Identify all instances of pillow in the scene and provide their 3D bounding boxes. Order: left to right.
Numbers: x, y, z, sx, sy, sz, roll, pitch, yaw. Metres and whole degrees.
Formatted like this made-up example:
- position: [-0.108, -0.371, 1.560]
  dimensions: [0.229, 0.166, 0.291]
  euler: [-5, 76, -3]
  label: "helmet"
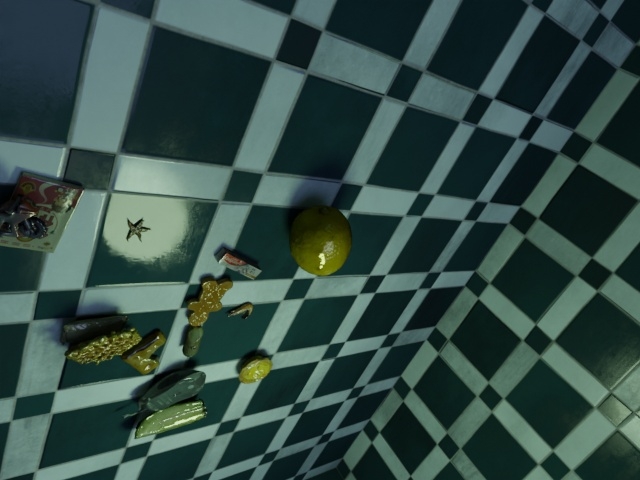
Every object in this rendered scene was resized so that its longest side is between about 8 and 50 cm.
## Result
- position: [-0.778, 0.307, 1.692]
  dimensions: [0.208, 0.053, 0.119]
  euler: [-3, 138, -39]
  label: "pillow"

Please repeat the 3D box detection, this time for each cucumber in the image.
- position: [-0.694, 0.810, 2.235]
  dimensions: [0.325, 0.105, 0.145]
  euler: [-9, 159, -35]
  label: "cucumber"

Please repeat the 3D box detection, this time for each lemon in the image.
- position: [0.000, 0.002, 1.910]
  dimensions: [0.260, 0.260, 0.284]
  euler: [-18, 159, -28]
  label: "lemon"

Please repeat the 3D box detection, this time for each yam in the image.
- position: [-0.521, 0.407, 2.006]
  dimensions: [0.069, 0.070, 0.146]
  euler: [-5, 131, -38]
  label: "yam"

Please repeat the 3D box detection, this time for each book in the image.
- position: [-0.774, -0.070, 1.350]
  dimensions: [0.162, 0.022, 0.232]
  euler: [16, 115, -46]
  label: "book"

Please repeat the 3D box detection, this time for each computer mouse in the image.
- position: [-0.673, 0.647, 2.102]
  dimensions: [0.379, 0.090, 0.167]
  euler: [-25, 140, -11]
  label: "computer mouse"

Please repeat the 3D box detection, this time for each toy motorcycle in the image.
- position: [-0.810, -0.072, 1.247]
  dimensions: [0.212, 0.084, 0.118]
  euler: [12, 124, -17]
  label: "toy motorcycle"

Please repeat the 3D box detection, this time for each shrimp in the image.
- position: [-0.344, 0.312, 2.101]
  dimensions: [0.127, 0.025, 0.091]
  euler: [-16, 138, -33]
  label: "shrimp"

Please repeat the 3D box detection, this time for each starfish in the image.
- position: [-0.587, -0.031, 1.559]
  dimensions: [0.092, 0.016, 0.086]
  euler: [-43, 141, 7]
  label: "starfish"

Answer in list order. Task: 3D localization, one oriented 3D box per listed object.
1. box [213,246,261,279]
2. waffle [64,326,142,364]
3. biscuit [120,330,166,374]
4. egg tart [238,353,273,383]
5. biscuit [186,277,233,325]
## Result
- position: [-0.314, 0.090, 1.894]
  dimensions: [0.055, 0.039, 0.218]
  euler: [-45, 143, 7]
  label: "box"
- position: [-0.745, 0.368, 1.707]
  dimensions: [0.237, 0.059, 0.243]
  euler: [-18, 163, -9]
  label: "waffle"
- position: [-0.674, 0.448, 1.941]
  dimensions: [0.174, 0.039, 0.183]
  euler: [-33, 142, -14]
  label: "biscuit"
- position: [-0.322, 0.619, 2.385]
  dimensions: [0.191, 0.074, 0.191]
  euler: [-24, 141, -21]
  label: "egg tart"
- position: [-0.448, 0.238, 1.928]
  dimensions: [0.158, 0.035, 0.240]
  euler: [16, 115, -46]
  label: "biscuit"
